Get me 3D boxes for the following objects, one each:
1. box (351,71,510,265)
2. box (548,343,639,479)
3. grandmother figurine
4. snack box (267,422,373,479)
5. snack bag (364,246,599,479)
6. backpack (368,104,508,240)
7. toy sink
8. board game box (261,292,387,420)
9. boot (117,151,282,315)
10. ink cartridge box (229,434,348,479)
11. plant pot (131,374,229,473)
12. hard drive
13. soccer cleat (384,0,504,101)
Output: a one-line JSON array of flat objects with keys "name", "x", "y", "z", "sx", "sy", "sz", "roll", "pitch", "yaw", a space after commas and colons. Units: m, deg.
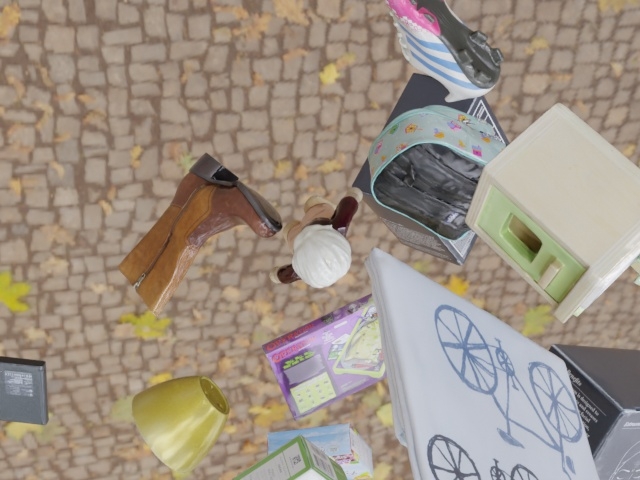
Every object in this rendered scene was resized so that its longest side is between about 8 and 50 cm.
[{"name": "box", "x": 0.254, "y": -0.153, "z": 1.946, "sx": 0.296, "sy": 0.182, "sz": 0.294, "roll": -61, "pitch": 145, "yaw": -11}, {"name": "box", "x": 0.536, "y": 0.430, "z": 1.819, "sx": 0.293, "sy": 0.212, "sz": 0.396, "roll": 9, "pitch": 116, "yaw": -35}, {"name": "grandmother figurine", "x": 0.000, "y": 0.000, "z": 1.469, "sx": 0.104, "sy": 0.342, "sz": 0.208, "roll": 31, "pitch": 99, "yaw": -8}, {"name": "snack box", "x": 0.004, "y": 0.442, "z": 1.844, "sx": 0.174, "sy": 0.070, "sz": 0.207, "roll": -10, "pitch": 152, "yaw": 13}, {"name": "snack bag", "x": 0.164, "y": 0.201, "z": 0.760, "sx": 0.037, "sy": 0.343, "sz": 0.323, "roll": -33, "pitch": 137, "yaw": 28}, {"name": "backpack", "x": 0.163, "y": -0.107, "z": 1.287, "sx": 0.188, "sy": 0.144, "sz": 0.166, "roll": 16, "pitch": 140, "yaw": -28}, {"name": "toy sink", "x": 0.289, "y": -0.005, "z": 0.996, "sx": 0.131, "sy": 0.234, "sz": 0.153, "roll": -41, "pitch": 164, "yaw": -14}, {"name": "board game box", "x": 0.061, "y": 0.248, "z": 2.023, "sx": 0.346, "sy": 0.056, "sz": 0.208, "roll": -24, "pitch": 125, "yaw": -8}, {"name": "boot", "x": -0.219, "y": 0.009, "z": 1.570, "sx": 0.280, "sy": 0.264, "sz": 0.096, "roll": -52, "pitch": 144, "yaw": 1}, {"name": "ink cartridge box", "x": -0.074, "y": 0.352, "z": 1.181, "sx": 0.209, "sy": 0.062, "sz": 0.109, "roll": -36, "pitch": 131, "yaw": 9}, {"name": "plant pot", "x": -0.185, "y": 0.245, "z": 1.272, "sx": 0.095, "sy": 0.134, "sz": 0.134, "roll": -36, "pitch": 134, "yaw": 9}, {"name": "hard drive", "x": -0.560, "y": 0.283, "z": 1.687, "sx": 0.094, "sy": 0.022, "sz": 0.135, "roll": 6, "pitch": 115, "yaw": 1}, {"name": "soccer cleat", "x": 0.163, "y": -0.364, "z": 1.513, "sx": 0.331, "sy": 0.116, "sz": 0.143, "roll": 49, "pitch": 149, "yaw": -14}]
